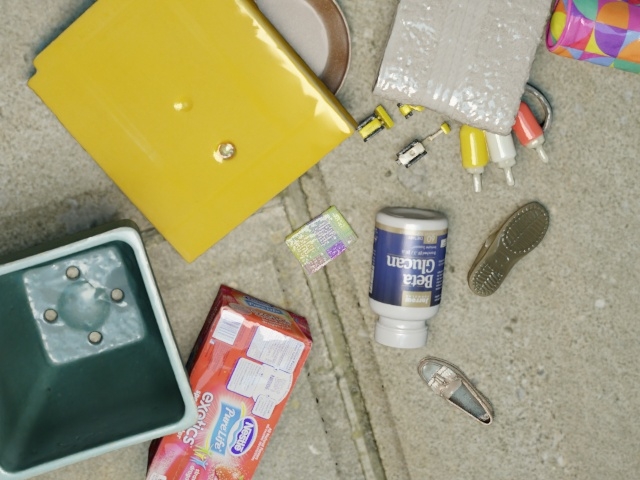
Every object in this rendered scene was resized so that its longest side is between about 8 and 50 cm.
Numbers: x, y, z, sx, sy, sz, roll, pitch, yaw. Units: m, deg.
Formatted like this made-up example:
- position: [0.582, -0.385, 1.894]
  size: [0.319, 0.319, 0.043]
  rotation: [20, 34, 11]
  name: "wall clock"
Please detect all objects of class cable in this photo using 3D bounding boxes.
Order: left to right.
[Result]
- position: [0.204, -0.211, 1.751]
  size: [0.139, 0.072, 0.287]
  rotation: [-24, 102, -2]
  name: "cable"

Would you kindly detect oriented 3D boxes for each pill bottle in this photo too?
- position: [0.110, 0.048, 1.786]
  size: [0.094, 0.094, 0.169]
  rotation: [4, 102, -5]
  name: "pill bottle"

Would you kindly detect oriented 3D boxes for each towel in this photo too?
- position: [0.000, 0.000, 1.811]
  size: [0.083, 0.009, 0.060]
  rotation: [-36, 101, 3]
  name: "towel"
- position: [0.189, -0.284, 1.713]
  size: [0.187, 0.049, 0.282]
  rotation: [18, 84, -6]
  name: "towel"

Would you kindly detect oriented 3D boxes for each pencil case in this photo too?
- position: [0.403, -0.257, 1.746]
  size: [0.236, 0.104, 0.104]
  rotation: [12, 101, -9]
  name: "pencil case"

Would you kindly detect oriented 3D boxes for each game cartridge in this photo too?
- position: [-0.162, -0.174, 1.714]
  size: [0.285, 0.053, 0.324]
  rotation: [-37, 100, 18]
  name: "game cartridge"

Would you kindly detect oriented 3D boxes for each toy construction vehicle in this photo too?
- position: [0.106, -0.142, 1.781]
  size: [0.098, 0.035, 0.086]
  rotation: [-39, 91, 2]
  name: "toy construction vehicle"

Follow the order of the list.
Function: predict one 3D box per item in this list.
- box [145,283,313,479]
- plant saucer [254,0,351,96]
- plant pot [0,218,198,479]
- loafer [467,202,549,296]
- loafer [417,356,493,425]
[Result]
- position: [-0.119, 0.203, 1.787]
  size: [0.128, 0.122, 0.257]
  rotation: [22, 100, -9]
  name: "box"
- position: [-0.061, -0.240, 1.743]
  size: [0.198, 0.036, 0.198]
  rotation: [-1, 102, -5]
  name: "plant saucer"
- position: [-0.296, 0.109, 1.688]
  size: [0.248, 0.252, 0.247]
  rotation: [-17, 102, 0]
  name: "plant pot"
- position: [0.238, 0.009, 1.813]
  size: [0.148, 0.050, 0.056]
  rotation: [-46, 105, -10]
  name: "loafer"
- position: [0.183, 0.201, 1.851]
  size: [0.125, 0.039, 0.045]
  rotation: [39, 97, -11]
  name: "loafer"
